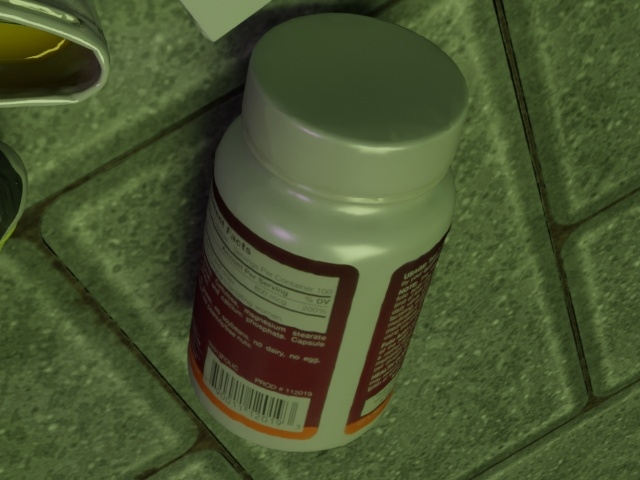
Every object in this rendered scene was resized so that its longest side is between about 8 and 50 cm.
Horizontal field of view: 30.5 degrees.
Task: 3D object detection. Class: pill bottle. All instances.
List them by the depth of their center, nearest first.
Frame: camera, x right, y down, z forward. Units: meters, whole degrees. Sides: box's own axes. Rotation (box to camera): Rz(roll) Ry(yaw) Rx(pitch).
[{"bbox_3d":[0.000,0.000,1.107,0.224,0.224,0.392,-11,138,-25],"label":"pill bottle"}]

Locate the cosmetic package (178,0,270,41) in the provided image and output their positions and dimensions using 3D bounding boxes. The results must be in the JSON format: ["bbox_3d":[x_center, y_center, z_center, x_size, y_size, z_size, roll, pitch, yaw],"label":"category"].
[{"bbox_3d":[-0.062,-0.302,0.800,0.224,0.138,0.224,-35,144,4],"label":"cosmetic package"}]

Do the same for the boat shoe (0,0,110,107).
[{"bbox_3d":[-0.316,-0.130,0.802,0.367,0.156,0.135,0,133,-34],"label":"boat shoe"}]

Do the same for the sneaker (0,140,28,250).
[{"bbox_3d":[-0.371,0.056,1.020,0.384,0.145,0.147,-47,166,19],"label":"sneaker"}]
